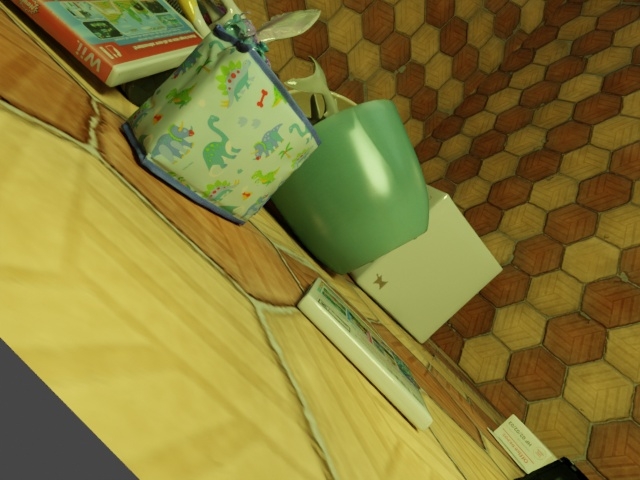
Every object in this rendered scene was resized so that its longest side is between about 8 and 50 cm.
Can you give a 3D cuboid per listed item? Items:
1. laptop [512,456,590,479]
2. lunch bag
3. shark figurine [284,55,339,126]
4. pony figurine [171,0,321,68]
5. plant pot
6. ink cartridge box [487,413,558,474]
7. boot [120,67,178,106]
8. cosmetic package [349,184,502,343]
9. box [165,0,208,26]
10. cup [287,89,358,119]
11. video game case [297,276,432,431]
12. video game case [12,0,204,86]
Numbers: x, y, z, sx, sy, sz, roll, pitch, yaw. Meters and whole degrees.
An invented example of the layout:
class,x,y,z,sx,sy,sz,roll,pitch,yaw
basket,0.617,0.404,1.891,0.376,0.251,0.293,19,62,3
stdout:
class,x,y,z,sx,sy,sz,roll,pitch,yaw
laptop,0.373,0.437,0.539,0.264,0.137,0.234,9,26,-38
lunch bag,-0.080,-0.094,0.387,0.096,0.129,0.151,49,6,40
shark figurine,-0.012,-0.229,0.829,0.166,0.116,0.278,43,-10,-3
pony figurine,-0.189,-0.440,0.868,0.363,0.302,0.351,46,40,-38
plant pot,0.065,-0.076,0.768,0.235,0.293,0.293,63,5,5
ink cartridge box,0.431,0.434,0.836,0.181,0.061,0.104,43,4,-32
boot,-0.239,-0.279,0.584,0.178,0.085,0.236,43,28,1
cosmetic package,0.250,0.023,1.262,0.327,0.329,0.394,44,4,-27
box,-0.429,-0.579,1.117,0.343,0.179,0.312,38,-2,44
cup,-0.020,-0.194,1.085,0.331,0.331,0.237,46,-33,5
video game case,0.043,0.106,0.426,0.157,0.019,0.143,45,3,2
video game case,-0.276,-0.296,0.438,0.285,0.025,0.204,42,31,-12
